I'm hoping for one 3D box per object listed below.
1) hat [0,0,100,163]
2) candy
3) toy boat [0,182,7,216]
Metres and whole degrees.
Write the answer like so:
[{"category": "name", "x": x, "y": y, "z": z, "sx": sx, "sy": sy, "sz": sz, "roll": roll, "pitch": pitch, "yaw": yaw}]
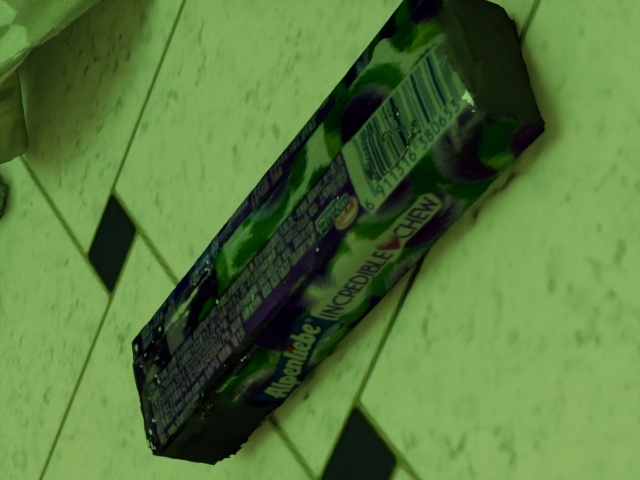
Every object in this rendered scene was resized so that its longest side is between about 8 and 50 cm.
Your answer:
[{"category": "hat", "x": -0.231, "y": -0.183, "z": 1.270, "sx": 0.226, "sy": 0.164, "sz": 0.219, "roll": 56, "pitch": 129, "yaw": 20}, {"category": "candy", "x": 0.000, "y": 0.000, "z": 0.930, "sx": 0.312, "sy": 0.061, "sz": 0.088, "roll": -48, "pitch": 43, "yaw": 39}, {"category": "toy boat", "x": -0.325, "y": 0.001, "z": 1.410, "sx": 0.227, "sy": 0.085, "sz": 0.155, "roll": 6, "pitch": 88, "yaw": 57}]
